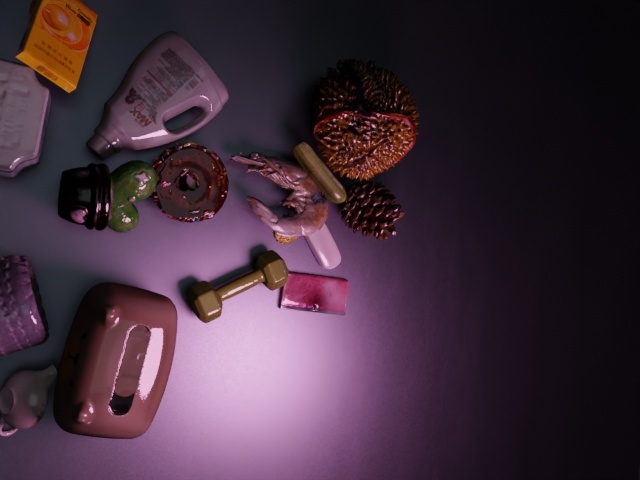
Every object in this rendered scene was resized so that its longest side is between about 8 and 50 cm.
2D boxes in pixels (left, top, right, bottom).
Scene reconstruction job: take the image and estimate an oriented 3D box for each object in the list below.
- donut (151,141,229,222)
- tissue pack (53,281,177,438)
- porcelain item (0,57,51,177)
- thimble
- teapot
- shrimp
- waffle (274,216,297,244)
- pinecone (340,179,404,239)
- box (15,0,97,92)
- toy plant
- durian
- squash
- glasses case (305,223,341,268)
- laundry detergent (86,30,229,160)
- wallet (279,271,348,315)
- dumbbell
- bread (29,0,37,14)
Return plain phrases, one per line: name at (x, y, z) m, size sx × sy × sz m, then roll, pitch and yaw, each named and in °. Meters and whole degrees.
donut at (-0.384, -0.164, 1.677) m, size 0.235 × 0.089 × 0.235 m, roll 0°, pitch 89°, yaw -25°
tissue pack at (-0.521, 0.310, 1.498) m, size 0.267 × 0.277 × 0.387 m, roll 18°, pitch 82°, yaw -26°
porcelain item at (-0.830, -0.309, 1.436) m, size 0.281 × 0.157 × 0.286 m, roll 9°, pitch 83°, yaw -24°
thimble at (-0.777, 0.161, 1.420) m, size 0.172 × 0.205 × 0.236 m, roll -14°, pitch 95°, yaw -24°
teapot at (-0.755, 0.407, 1.464) m, size 0.226 × 0.145 × 0.092 m, roll -54°, pitch 149°, yaw 12°
shrimp at (-0.129, -0.147, 1.777) m, size 0.360 × 0.085 × 0.247 m, roll 34°, pitch 60°, yaw -18°
waffle at (-0.109, -0.028, 1.840) m, size 0.085 × 0.016 × 0.078 m, roll -35°, pitch 102°, yaw -21°
pinecone at (0.167, -0.100, 1.870) m, size 0.204 × 0.179 × 0.184 m, roll 21°, pitch 84°, yaw 9°
box at (-0.671, -0.530, 1.497) m, size 0.152 × 0.043 × 0.269 m, roll 36°, pitch 48°, yaw -48°
toy plant at (-0.563, -0.120, 1.542) m, size 0.235 × 0.175 × 0.218 m, roll 2°, pitch 128°, yaw -32°
durian at (0.132, -0.373, 1.804) m, size 0.347 × 0.347 × 0.384 m, roll 14°, pitch 85°, yaw -24°
squash at (-0.001, -0.207, 1.797) m, size 0.066 × 0.066 × 0.229 m, roll -44°, pitch 105°, yaw -20°
glasses case at (0.000, 0.000, 1.870) m, size 0.076 × 0.049 × 0.197 m, roll -32°, pitch 99°, yaw -24°
laundry detergent at (-0.471, -0.367, 1.626) m, size 0.264 × 0.124 × 0.398 m, roll 47°, pitch 72°, yaw -17°
wallet at (-0.018, 0.172, 1.872) m, size 0.232 × 0.025 × 0.119 m, roll 9°, pitch 84°, yaw -25°
dumbbell at (-0.241, 0.134, 1.723) m, size 0.302 × 0.121 × 0.108 m, roll -26°, pitch 70°, yaw -23°
bread at (-0.720, -0.592, 1.550) m, size 0.115 × 0.056 × 0.082 m, roll 43°, pitch 41°, yaw -33°
